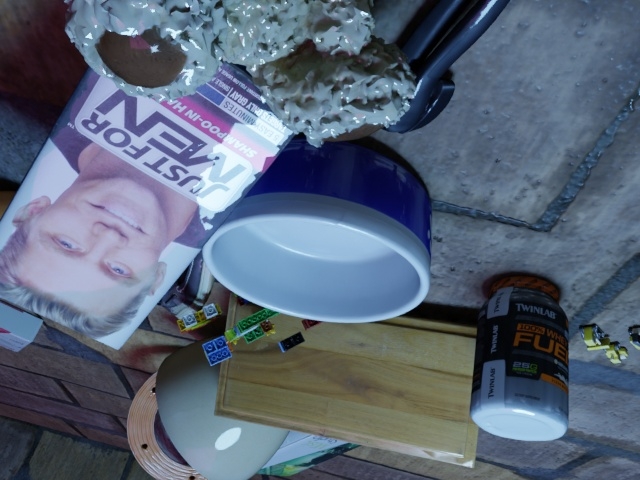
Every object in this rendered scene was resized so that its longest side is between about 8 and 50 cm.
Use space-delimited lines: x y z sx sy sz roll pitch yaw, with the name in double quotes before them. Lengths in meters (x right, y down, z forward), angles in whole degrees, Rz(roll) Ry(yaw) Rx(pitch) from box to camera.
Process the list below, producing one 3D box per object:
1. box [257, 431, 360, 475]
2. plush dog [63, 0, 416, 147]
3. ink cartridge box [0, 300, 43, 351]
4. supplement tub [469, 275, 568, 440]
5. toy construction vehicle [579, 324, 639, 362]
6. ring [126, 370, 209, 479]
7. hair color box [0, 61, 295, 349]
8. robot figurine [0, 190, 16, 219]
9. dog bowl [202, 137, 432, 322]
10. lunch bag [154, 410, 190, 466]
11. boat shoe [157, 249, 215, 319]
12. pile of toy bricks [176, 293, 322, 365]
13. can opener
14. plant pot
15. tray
"box" -0.010 0.440 1.277 0.321 0.059 0.232 -29 145 20
"plush dog" -0.013 -0.210 0.371 0.262 0.211 0.225 8 145 -45
"ink cartridge box" -0.760 0.213 1.404 0.109 0.063 0.150 33 144 -26
"supplement tub" 0.260 0.149 0.746 0.116 0.191 0.117 11 148 7
"toy construction vehicle" 0.431 0.155 0.825 0.085 0.035 0.098 -16 136 40
"ring" -0.272 0.420 1.332 0.336 0.337 0.032 26 -176 -15
"hair color box" -0.184 -0.058 0.571 0.173 0.105 0.347 32 118 -23
"robot figurine" -0.488 0.006 0.910 0.158 0.128 0.219 40 148 8
"dog bowl" 0.000 0.000 0.690 0.264 0.104 0.265 8 151 4
"lunch bag" -0.325 0.491 1.518 0.256 0.213 0.305 37 145 -13
"boat shoe" -0.216 0.056 0.897 0.092 0.103 0.285 18 154 -13
"pile of toy bricks" -0.096 0.122 0.860 0.212 0.118 0.105 -23 171 -18
"can opener" 0.094 -0.158 0.489 0.059 0.073 0.186 53 146 14
"plant pot" -0.144 0.291 1.107 0.190 0.284 0.284 -35 128 15
"tray" 0.044 0.208 0.911 0.410 0.203 0.076 6 176 15
